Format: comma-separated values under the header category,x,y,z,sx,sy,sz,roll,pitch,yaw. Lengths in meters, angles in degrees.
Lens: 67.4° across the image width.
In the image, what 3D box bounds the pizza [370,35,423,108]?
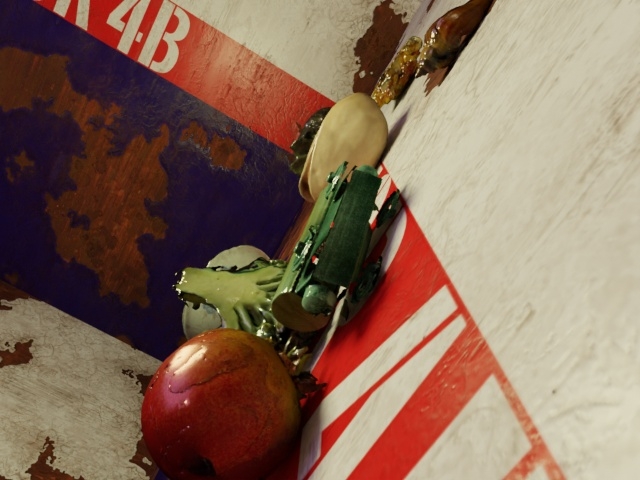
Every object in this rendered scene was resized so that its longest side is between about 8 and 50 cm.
category,x,y,z,sx,sy,sz,roll,pitch,yaw
pizza,0.219,-0.474,1.434,0.228,0.081,0.289,-56,5,-21

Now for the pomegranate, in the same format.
category,x,y,z,sx,sy,sz,roll,pitch,yaw
pomegranate,-0.115,0.217,0.638,0.235,0.210,0.210,-22,-8,-22

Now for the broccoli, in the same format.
category,x,y,z,sx,sy,sz,roll,pitch,yaw
broccoli,-0.124,0.149,0.868,0.242,0.273,0.180,-66,-24,-45

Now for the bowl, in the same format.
category,x,y,z,sx,sy,sz,roll,pitch,yaw
bowl,-0.182,0.181,1.237,0.146,0.313,0.313,20,77,37

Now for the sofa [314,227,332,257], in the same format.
category,x,y,z,sx,sy,sz,roll,pitch,yaw
sofa,0.000,0.000,1.260,0.060,0.039,0.118,-56,8,18

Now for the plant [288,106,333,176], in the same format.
category,x,y,z,sx,sy,sz,roll,pitch,yaw
plant,0.021,-0.315,1.629,0.213,0.215,0.312,-60,1,31

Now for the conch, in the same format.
category,x,y,z,sx,sy,sz,roll,pitch,yaw
conch,0.267,-0.430,0.974,0.232,0.080,0.086,-56,17,23

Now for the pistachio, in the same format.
category,x,y,z,sx,sy,sz,roll,pitch,yaw
pistachio,0.053,-0.221,1.197,0.299,0.188,0.187,-61,7,4

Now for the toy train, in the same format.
category,x,y,z,sx,sy,sz,roll,pitch,yaw
toy train,0.028,0.013,0.755,0.189,0.127,0.307,116,176,-48
